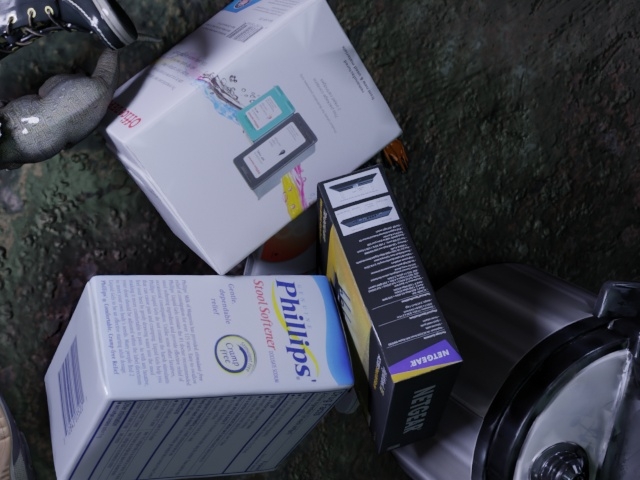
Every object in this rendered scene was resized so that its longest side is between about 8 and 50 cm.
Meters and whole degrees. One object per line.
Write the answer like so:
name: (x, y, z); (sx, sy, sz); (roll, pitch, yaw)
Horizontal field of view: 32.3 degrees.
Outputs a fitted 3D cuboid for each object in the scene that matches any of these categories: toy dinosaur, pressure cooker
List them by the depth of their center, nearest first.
toy dinosaur: (-0.301, -0.131, 1.208); (0.314, 0.160, 0.121); (-20, 112, -17)
pressure cooker: (0.310, 0.250, 1.448); (0.375, 0.420, 0.369); (-37, 115, -12)

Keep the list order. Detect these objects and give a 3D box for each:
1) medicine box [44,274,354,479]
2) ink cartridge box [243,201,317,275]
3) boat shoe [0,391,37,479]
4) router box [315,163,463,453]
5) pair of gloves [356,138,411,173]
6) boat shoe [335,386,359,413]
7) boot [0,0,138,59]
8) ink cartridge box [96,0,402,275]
medicine box: (-0.149, 0.166, 1.293); (0.289, 0.149, 0.263); (1, 148, -26)
ink cartridge box: (0.000, 0.000, 1.416); (0.179, 0.045, 0.145); (-3, 134, -21)
boat shoe: (-0.397, 0.258, 1.314); (0.103, 0.092, 0.285); (-12, 113, -1)
router box: (0.069, 0.091, 1.289); (0.081, 0.242, 0.309); (-18, 156, -8)
pair of gloves: (0.079, -0.103, 1.474); (0.083, 0.010, 0.074); (-37, 117, -8)
boat shoe: (0.057, 0.197, 1.539); (0.035, 0.035, 0.100); (29, 87, -55)
boot: (-0.306, -0.219, 1.152); (0.178, 0.236, 0.085); (-42, 140, -4)
ink cartridge box: (-0.093, -0.136, 1.281); (0.270, 0.198, 0.197); (-39, 117, -9)
